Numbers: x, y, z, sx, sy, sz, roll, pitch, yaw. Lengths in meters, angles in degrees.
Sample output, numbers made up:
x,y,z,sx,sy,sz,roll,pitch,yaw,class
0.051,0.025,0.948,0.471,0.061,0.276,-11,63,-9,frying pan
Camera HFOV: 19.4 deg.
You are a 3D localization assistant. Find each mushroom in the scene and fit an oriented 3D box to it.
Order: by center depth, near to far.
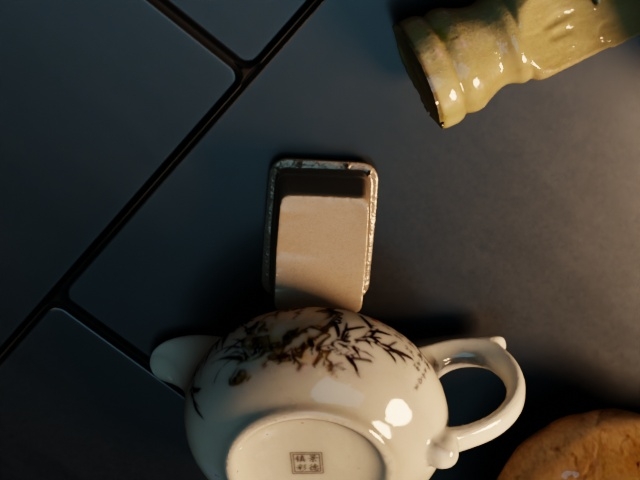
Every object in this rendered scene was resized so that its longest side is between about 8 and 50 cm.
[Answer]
x,y,z,sx,sy,sz,roll,pitch,yaw,class
0.258,0.262,1.574,0.278,0.146,0.278,-4,114,-9,mushroom

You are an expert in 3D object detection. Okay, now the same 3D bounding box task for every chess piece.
x,y,z,sx,sy,sz,roll,pitch,yaw,class
0.163,-0.165,1.426,0.200,0.090,0.090,-24,113,-4,chess piece

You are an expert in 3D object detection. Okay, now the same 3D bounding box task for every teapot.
x,y,z,sx,sy,sz,roll,pitch,yaw,class
0.015,0.136,1.504,0.300,0.166,0.208,-5,120,-4,teapot

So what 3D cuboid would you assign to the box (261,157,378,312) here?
x,y,z,sx,sy,sz,roll,pitch,yaw,class
0.000,0.000,1.493,0.089,0.062,0.122,2,113,-4,box
